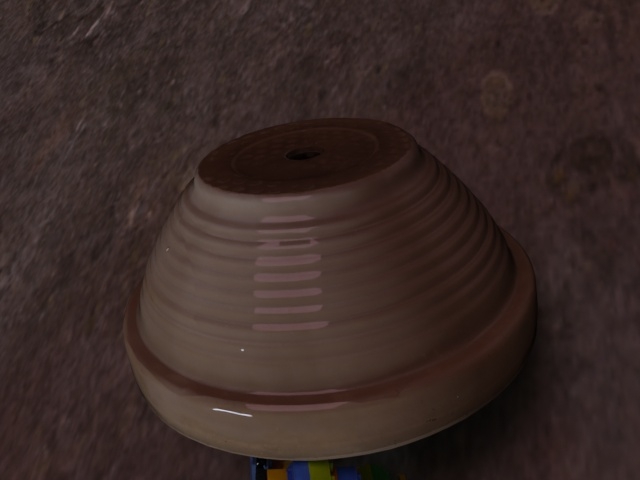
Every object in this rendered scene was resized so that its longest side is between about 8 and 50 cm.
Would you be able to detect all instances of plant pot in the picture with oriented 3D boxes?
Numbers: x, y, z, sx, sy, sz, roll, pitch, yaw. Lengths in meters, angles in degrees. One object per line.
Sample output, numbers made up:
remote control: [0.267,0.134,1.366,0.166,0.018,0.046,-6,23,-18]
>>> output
plant pot: [0.000,0.000,0.401,0.237,0.110,0.237,-6,26,3]

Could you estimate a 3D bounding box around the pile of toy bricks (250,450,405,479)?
pile of toy bricks: [0.019,0.154,0.355,0.105,0.118,0.212,0,32,-7]
